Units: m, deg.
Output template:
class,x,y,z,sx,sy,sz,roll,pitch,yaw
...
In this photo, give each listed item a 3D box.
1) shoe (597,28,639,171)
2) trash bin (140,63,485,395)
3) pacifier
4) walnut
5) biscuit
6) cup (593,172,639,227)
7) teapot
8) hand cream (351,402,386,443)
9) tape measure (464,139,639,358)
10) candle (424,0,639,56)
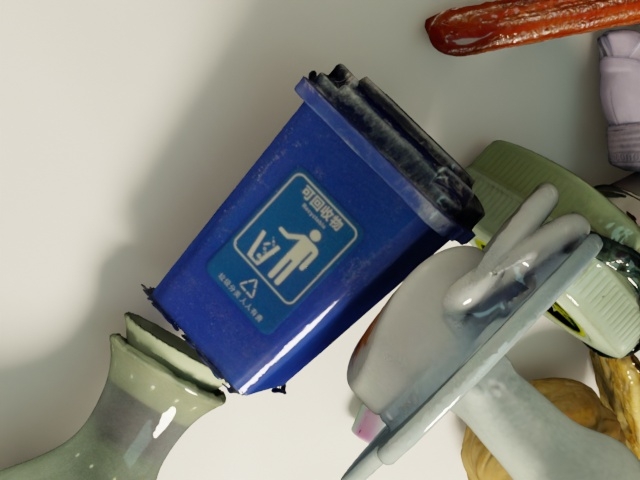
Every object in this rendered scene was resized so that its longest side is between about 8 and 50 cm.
class,x,y,z,sx,sy,sz,roll,pitch,yaw
shoe,0.362,-0.168,0.939,0.245,0.095,0.137,-27,109,-21
trash bin,0.000,0.000,0.764,0.234,0.162,0.184,-46,166,9
pacifier,0.142,0.115,0.691,0.244,0.233,0.299,-37,170,-20
walnut,0.242,0.225,1.043,0.184,0.155,0.155,-21,124,-19
biscuit,0.332,0.179,1.087,0.029,0.118,0.247,-25,126,-2
cup,0.433,-0.037,0.974,0.288,0.203,0.203,-31,126,-10
teapot,-0.172,0.189,0.775,0.183,0.183,0.250,34,85,-38
hand cream,0.087,0.118,0.963,0.076,0.047,0.174,21,95,-36
tape measure,0.241,0.019,0.896,0.115,0.207,0.235,-49,126,-2
candle,0.242,-0.207,0.855,0.329,0.051,0.048,-14,103,-15
